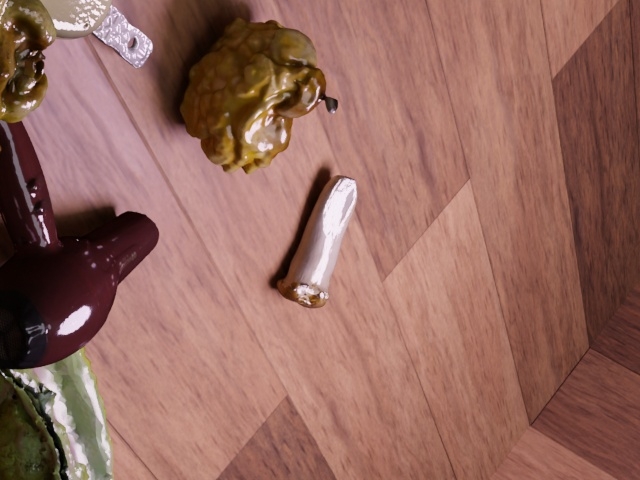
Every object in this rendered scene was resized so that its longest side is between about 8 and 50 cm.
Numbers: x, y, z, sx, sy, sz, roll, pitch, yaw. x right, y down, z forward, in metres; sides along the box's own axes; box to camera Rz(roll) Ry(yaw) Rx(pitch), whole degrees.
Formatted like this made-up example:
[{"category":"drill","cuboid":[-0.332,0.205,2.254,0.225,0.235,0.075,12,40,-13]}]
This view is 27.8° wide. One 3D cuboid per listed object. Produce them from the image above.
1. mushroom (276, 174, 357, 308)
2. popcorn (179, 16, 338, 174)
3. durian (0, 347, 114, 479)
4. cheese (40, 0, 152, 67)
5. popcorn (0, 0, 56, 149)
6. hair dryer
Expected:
[{"category":"mushroom","cuboid":[0.000,0.000,1.895,0.084,0.071,0.209,13,104,-28]},{"category":"popcorn","cuboid":[-0.085,-0.185,1.551,0.140,0.163,0.194,5,145,-37]},{"category":"durian","cuboid":[-0.308,0.244,1.524,0.158,0.169,0.351,-19,111,-24]},{"category":"cheese","cuboid":[-0.247,-0.245,1.340,0.127,0.054,0.251,-58,150,-4]},{"category":"popcorn","cuboid":[-0.349,-0.157,1.075,0.215,0.252,0.286,-1,120,-41]},{"category":"hair dryer","cuboid":[-0.293,-0.057,1.392,0.312,0.123,0.340,-54,138,-57]}]
